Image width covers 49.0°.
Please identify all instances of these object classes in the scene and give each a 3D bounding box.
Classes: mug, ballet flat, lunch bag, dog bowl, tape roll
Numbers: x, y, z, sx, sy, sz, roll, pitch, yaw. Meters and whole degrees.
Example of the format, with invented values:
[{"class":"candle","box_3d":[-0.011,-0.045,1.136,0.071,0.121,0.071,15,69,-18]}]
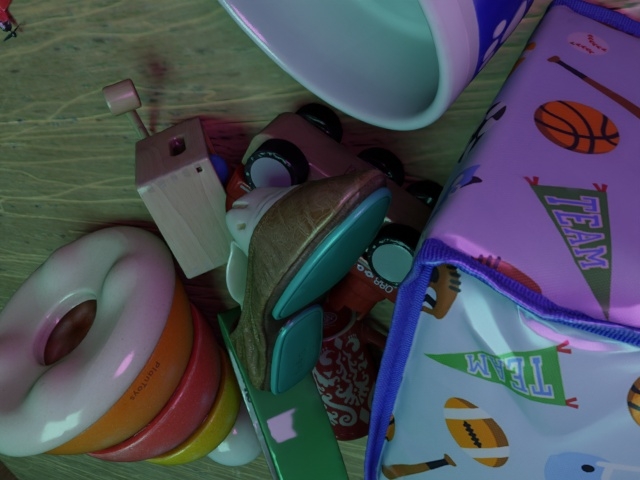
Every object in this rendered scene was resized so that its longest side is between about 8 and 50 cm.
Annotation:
[{"class":"mug","box_3d":[0.038,0.159,0.939,0.113,0.150,0.169,48,159,56]},{"class":"ballet flat","box_3d":[-0.037,0.027,0.658,0.124,0.116,0.342,46,150,19]},{"class":"lunch bag","box_3d":[0.186,0.074,0.553,0.239,0.328,0.385,26,138,14]},{"class":"dog bowl","box_3d":[0.013,-0.205,0.483,0.265,0.104,0.265,40,168,10]},{"class":"tape roll","box_3d":[-0.049,0.235,0.926,0.321,0.077,0.321,161,90,-78]}]

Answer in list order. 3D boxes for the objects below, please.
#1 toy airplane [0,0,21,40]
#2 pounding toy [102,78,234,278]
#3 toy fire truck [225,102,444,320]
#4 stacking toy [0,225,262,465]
[{"class":"toy airplane","box_3d":[-0.417,-0.305,0.835,0.151,0.028,0.151,21,140,19]},{"class":"pounding toy","box_3d":[-0.159,-0.097,0.803,0.094,0.181,0.206,-23,123,-1]},{"class":"toy fire truck","box_3d":[0.000,0.000,0.773,0.217,0.158,0.246,35,131,1]},{"class":"stacking toy","box_3d":[-0.245,0.239,1.091,0.351,0.350,0.480,-2,143,37]}]
